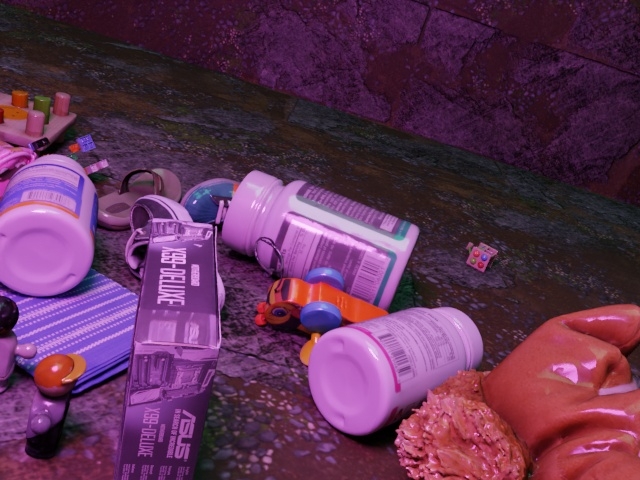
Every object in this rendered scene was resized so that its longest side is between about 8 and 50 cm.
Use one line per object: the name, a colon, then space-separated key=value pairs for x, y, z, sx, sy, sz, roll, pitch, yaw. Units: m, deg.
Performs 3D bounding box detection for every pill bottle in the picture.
pill bottle: x=0.000 y=0.000 z=1.331 sx=0.361 sy=0.204 sz=0.204 roll=23 pitch=24 yaw=8
pill bottle: x=0.130 y=0.195 z=1.055 sx=0.283 sy=0.160 sz=0.160 roll=-7 pitch=34 yaw=-46
pill bottle: x=-0.444 y=-0.040 z=1.078 sx=0.152 sy=0.152 sz=0.272 roll=9 pitch=24 yaw=-21

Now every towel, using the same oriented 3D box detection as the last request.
towel: x=-0.410 y=0.108 z=1.013 sx=0.336 sy=0.040 sz=0.243 roll=27 pitch=26 yaw=23

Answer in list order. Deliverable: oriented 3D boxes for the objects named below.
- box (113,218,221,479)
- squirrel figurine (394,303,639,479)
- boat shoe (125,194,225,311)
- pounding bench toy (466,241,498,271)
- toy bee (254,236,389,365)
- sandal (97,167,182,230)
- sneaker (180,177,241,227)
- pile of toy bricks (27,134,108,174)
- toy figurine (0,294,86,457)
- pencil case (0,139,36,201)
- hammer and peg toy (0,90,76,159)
box: x=-0.172 y=0.163 z=0.712 sx=0.077 sy=0.307 sz=0.242 roll=8 pitch=25 yaw=-15
squirrel figurine: x=0.297 y=0.295 z=0.825 sx=0.397 sy=0.281 sz=0.370 roll=-5 pitch=23 yaw=10
boat shoe: x=-0.288 y=0.016 z=1.184 sx=0.119 sy=0.121 sz=0.335 roll=4 pitch=29 yaw=-40
pounding bench toy: x=0.414 y=0.038 z=1.748 sx=0.083 sy=0.052 sz=0.065 roll=31 pitch=26 yaw=26
toy bee: x=-0.029 y=0.109 z=1.162 sx=0.298 sy=0.162 sz=0.195 roll=47 pitch=38 yaw=-11
sandal: x=-0.385 y=-0.105 z=1.424 sx=0.120 sy=0.086 sz=0.303 roll=21 pitch=23 yaw=5
sneaker: x=-0.166 y=-0.069 z=1.481 sx=0.302 sy=0.108 sz=0.121 roll=-5 pitch=29 yaw=-46
pile of toy bricks: x=-0.575 y=-0.158 z=1.408 sx=0.105 sy=0.118 sz=0.212 roll=-13 pitch=17 yaw=35
toy figurine: x=-0.400 y=0.162 z=0.745 sx=0.213 sy=0.148 sz=0.210 roll=33 pitch=27 yaw=30
pencil case: x=-0.709 y=-0.164 z=1.225 sx=0.386 sy=0.160 sz=0.167 roll=25 pitch=10 yaw=15
hammer and peg toy: x=-0.728 y=-0.267 z=1.472 sx=0.266 sy=0.127 sz=0.361 roll=15 pitch=23 yaw=-8
